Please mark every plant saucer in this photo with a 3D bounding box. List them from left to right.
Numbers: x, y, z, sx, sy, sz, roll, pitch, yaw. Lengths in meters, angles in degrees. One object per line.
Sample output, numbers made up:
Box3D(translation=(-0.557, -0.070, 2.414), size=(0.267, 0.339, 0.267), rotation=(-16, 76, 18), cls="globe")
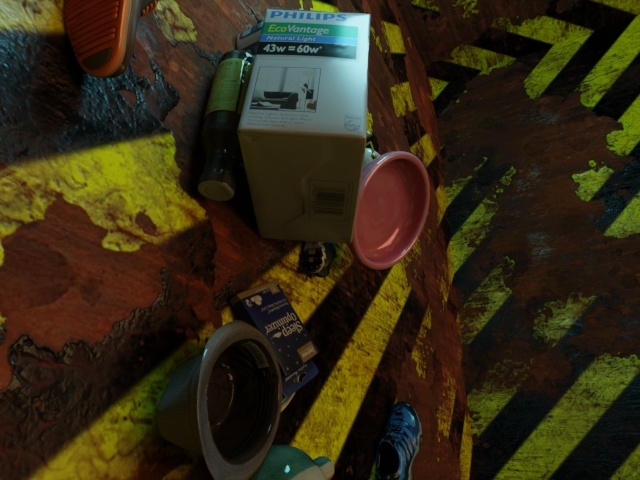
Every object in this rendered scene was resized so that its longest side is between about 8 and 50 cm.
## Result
Box3D(translation=(0.176, -0.086, 1.220), size=(0.332, 0.084, 0.331), rotation=(-19, 119, -39), cls="plant saucer")

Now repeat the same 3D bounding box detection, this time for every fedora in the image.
Box3D(translation=(-0.170, 0.260, 0.717), size=(0.275, 0.125, 0.243), rotation=(-29, 107, -71), cls="fedora")

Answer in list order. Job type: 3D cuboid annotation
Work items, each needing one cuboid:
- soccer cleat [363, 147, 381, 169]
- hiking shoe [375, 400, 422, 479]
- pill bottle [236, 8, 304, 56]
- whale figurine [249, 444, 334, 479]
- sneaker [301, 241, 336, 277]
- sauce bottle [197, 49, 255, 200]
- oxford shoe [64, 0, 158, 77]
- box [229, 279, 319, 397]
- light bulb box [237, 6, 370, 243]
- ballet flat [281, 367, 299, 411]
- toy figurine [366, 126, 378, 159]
Box3D(translation=(0.219, -0.184, 1.650), size=(0.331, 0.116, 0.143), rotation=(64, 30, -25), cls="soccer cleat")
Box3D(translation=(0.242, 0.628, 1.354), size=(0.132, 0.113, 0.304), rotation=(59, 33, -33), cls="hiking shoe")
Box3D(translation=(-0.109, -0.498, 1.093), size=(0.108, 0.180, 0.107), rotation=(33, 51, -54), cls="pill bottle")
Box3D(translation=(-0.075, 0.465, 0.806), size=(0.141, 0.216, 0.272), rotation=(44, -14, 29), cls="whale figurine")
Box3D(translation=(0.000, 0.000, 1.211), size=(0.106, 0.078, 0.234), rotation=(50, 38, -52), cls="sneaker")
Box3D(translation=(-0.190, -0.242, 0.910), size=(0.111, 0.112, 0.344), rotation=(43, 44, -48), cls="sauce bottle")
Box3D(translation=(-0.318, -0.412, 0.726), size=(0.133, 0.130, 0.363), rotation=(34, 51, -64), cls="oxford shoe")
Box3D(translation=(-0.083, 0.197, 0.914), size=(0.225, 0.037, 0.136), rotation=(58, 29, 9), cls="box")
Box3D(translation=(-0.021, -0.238, 0.958), size=(0.357, 0.226, 0.360), rotation=(92, 3, -60), cls="light bulb box")
Box3D(translation=(-0.079, 0.298, 0.934), size=(0.086, 0.086, 0.248), rotation=(65, 29, -22), cls="ballet flat")
Box3D(translation=(0.086, -0.185, 1.259), size=(0.217, 0.192, 0.362), rotation=(-16, 93, -79), cls="toy figurine")
